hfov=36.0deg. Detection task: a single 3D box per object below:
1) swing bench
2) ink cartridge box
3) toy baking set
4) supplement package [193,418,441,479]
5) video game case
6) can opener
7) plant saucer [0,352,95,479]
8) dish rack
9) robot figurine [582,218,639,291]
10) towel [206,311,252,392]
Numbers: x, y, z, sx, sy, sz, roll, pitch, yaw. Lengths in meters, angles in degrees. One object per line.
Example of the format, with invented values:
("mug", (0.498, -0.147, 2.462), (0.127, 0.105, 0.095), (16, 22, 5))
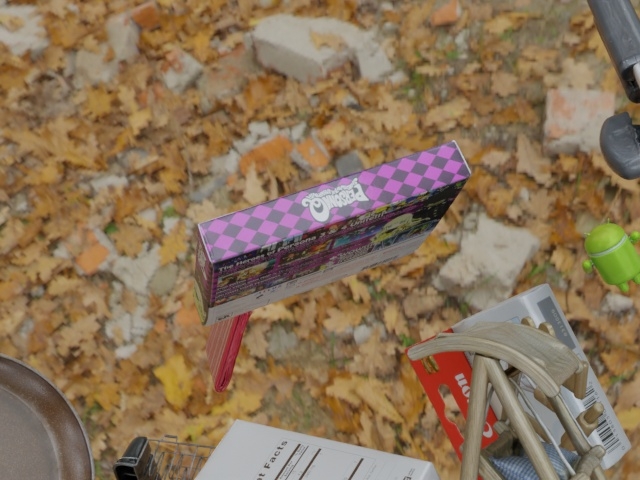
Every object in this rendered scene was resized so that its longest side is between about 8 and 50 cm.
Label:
("swing bench", (0.229, 0.217, 1.137), (0.165, 0.253, 0.255), (-12, 86, 21))
("ink cartridge box", (0.313, 0.283, 1.740), (0.091, 0.385, 0.308), (-21, 82, -43))
("toy baking set", (0.346, 0.226, 1.490), (0.030, 0.256, 0.197), (-13, 54, -18))
("supplement package", (-0.002, 0.349, 1.141), (0.292, 0.178, 0.175), (3, 44, 39))
("video game case", (0.000, 0.000, 0.887), (0.232, 0.210, 0.042), (-19, 75, -14))
("can opener", (0.343, -0.188, 1.137), (0.095, 0.076, 0.284), (-21, 46, 16))
("plant saucer", (-0.404, 0.277, 1.093), (0.310, 0.050, 0.311), (10, 72, -34))
("dish rack", (-0.169, 0.393, 1.534), (0.271, 0.208, 0.074), (4, 45, 12))
("robot figurine", (0.459, 0.023, 1.544), (0.101, 0.067, 0.115), (-32, 104, 8))
("towel", (-0.204, 0.196, 2.150), (0.031, 0.275, 0.199), (16, 100, -14))
